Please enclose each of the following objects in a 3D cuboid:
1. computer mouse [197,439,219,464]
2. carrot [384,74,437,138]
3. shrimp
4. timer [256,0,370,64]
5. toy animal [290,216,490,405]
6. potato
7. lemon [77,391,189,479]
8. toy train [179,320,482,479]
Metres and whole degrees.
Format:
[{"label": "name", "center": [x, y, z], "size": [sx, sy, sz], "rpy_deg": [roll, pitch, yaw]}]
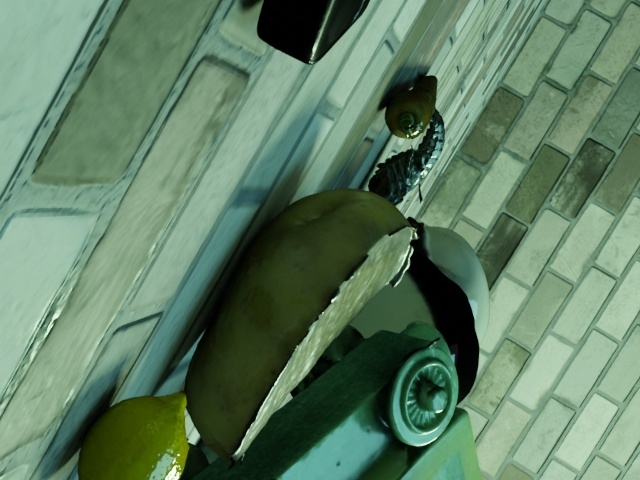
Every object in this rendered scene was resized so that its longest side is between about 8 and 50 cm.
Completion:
[{"label": "computer mouse", "center": [-0.094, 0.237, 1.222], "size": [0.229, 0.068, 0.113], "rpy_deg": [-55, 174, -30]}, {"label": "carrot", "center": [0.108, -0.155, 1.099], "size": [0.049, 0.049, 0.254], "rpy_deg": [-62, 177, 23]}, {"label": "shrimp", "center": [0.105, -0.084, 1.215], "size": [0.174, 0.076, 0.082], "rpy_deg": [-60, -169, 22]}, {"label": "timer", "center": [0.044, -0.175, 0.466], "size": [0.187, 0.055, 0.144], "rpy_deg": [-53, 171, -44]}, {"label": "toy animal", "center": [0.085, 0.105, 1.204], "size": [0.251, 0.251, 0.310], "rpy_deg": [-61, 166, 16]}, {"label": "potato", "center": [-0.022, 0.039, 0.763], "size": [0.243, 0.098, 0.138], "rpy_deg": [-47, 164, -34]}, {"label": "lemon", "center": [-0.114, 0.131, 0.624], "size": [0.092, 0.065, 0.065], "rpy_deg": [-50, 171, -20]}, {"label": "toy train", "center": [0.000, 0.240, 0.892], "size": [0.397, 0.160, 0.253], "rpy_deg": [-34, 121, -38]}]
